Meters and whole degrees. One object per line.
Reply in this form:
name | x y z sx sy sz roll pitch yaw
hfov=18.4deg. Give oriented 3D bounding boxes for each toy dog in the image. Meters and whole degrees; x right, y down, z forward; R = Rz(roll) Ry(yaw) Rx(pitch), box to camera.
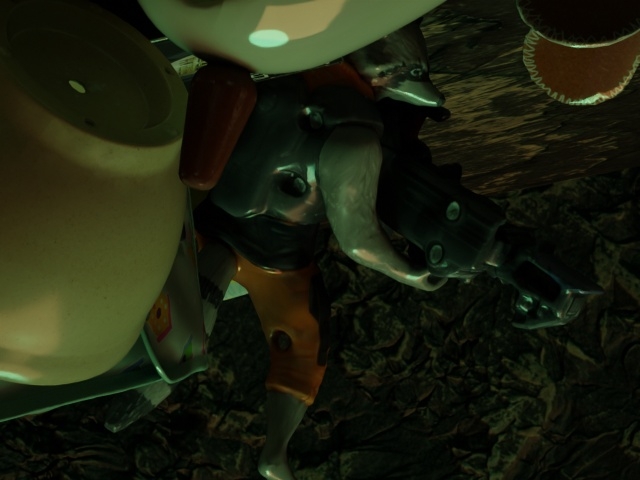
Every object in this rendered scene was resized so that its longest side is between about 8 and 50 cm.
toy dog | 0.059 -0.100 0.761 0.333 0.161 0.220 -2 175 23

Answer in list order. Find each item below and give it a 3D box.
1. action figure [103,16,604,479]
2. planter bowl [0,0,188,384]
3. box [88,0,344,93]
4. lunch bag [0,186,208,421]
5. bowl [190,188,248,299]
action figure | 0.000 0.000 1.304 0.341 0.330 0.178 25 -177 37
planter bowl | -0.121 -0.036 0.824 0.162 0.162 0.109 -7 141 -51
box | -0.070 -0.121 0.977 0.147 0.078 0.180 -13 176 1
lunch bag | -0.174 -0.010 1.157 0.262 0.223 0.160 -8 180 -42
bowl | -0.187 -0.012 1.565 0.289 0.156 0.289 -12 176 -1
